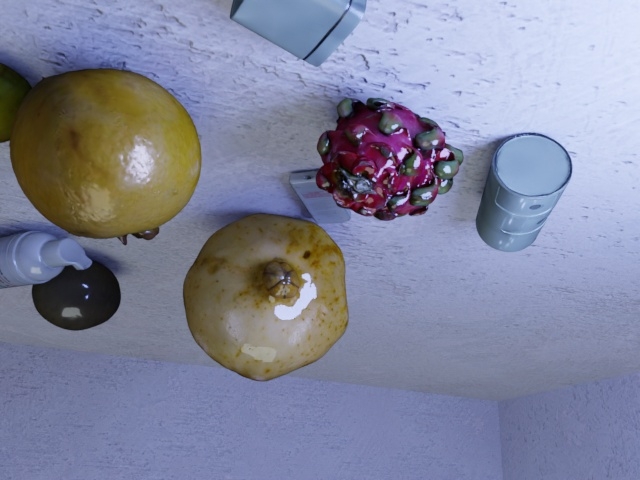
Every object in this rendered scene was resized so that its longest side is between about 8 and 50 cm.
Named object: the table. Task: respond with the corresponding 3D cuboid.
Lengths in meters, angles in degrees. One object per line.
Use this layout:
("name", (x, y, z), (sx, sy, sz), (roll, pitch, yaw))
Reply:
("table", (0.358, -0.079, 0.945), (0.126, 0.126, 0.220), (1, 156, 8))

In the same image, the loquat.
("loquat", (-0.314, -0.121, 0.790), (0.274, 0.275, 0.275), (4, 155, 2))

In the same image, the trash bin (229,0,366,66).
("trash bin", (-0.028, -0.287, 0.639), (0.130, 0.059, 0.116), (20, 149, -28))

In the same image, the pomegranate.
("pomegranate", (-0.111, 0.114, 1.145), (0.410, 0.410, 0.410), (4, 155, 2))

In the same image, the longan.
("longan", (-0.711, 0.158, 1.538), (0.248, 0.248, 0.248), (4, 155, 2))

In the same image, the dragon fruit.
("dragon fruit", (0.119, -0.116, 0.824), (0.272, 0.198, 0.218), (14, 145, -22))

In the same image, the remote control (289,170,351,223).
("remote control", (0.004, -0.087, 1.097), (0.087, 0.029, 0.190), (-4, 154, 18))

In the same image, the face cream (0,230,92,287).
("face cream", (-0.767, 0.045, 1.385), (0.369, 0.145, 0.145), (-9, 152, 23))

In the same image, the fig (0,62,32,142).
("fig", (-0.523, -0.210, 0.806), (0.120, 0.153, 0.136), (39, 150, 26))
